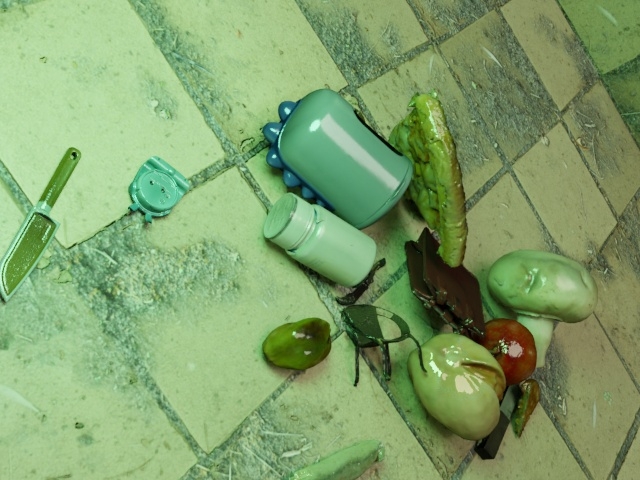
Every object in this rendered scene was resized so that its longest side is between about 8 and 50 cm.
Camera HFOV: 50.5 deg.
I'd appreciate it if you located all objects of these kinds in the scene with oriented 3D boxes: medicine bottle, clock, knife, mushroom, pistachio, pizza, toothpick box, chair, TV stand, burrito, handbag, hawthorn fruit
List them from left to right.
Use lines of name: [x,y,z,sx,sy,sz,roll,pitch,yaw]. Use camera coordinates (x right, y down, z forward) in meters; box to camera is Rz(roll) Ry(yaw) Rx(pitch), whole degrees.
knife: [-0.526,-0.038,1.289,0.061,0.027,0.343,36,54,-28]
clock: [-0.353,-0.098,1.441,0.108,0.045,0.147,39,53,-20]
pistachio: [-0.040,0.236,1.532,0.189,0.100,0.110,-7,74,-42]
medicine bottle: [0.000,0.000,1.626,0.258,0.143,0.144,30,57,-28]
toothpick box: [0.024,-0.207,1.670,0.354,0.263,0.263,41,52,-18]
burrito: [0.042,0.515,1.522,0.275,0.059,0.082,-14,90,-41]
knife: [0.117,0.110,1.760,0.222,0.021,0.046,-37,94,-41]
chair: [0.144,0.242,1.655,0.174,0.149,0.213,-2,70,-35]
pizza: [0.270,-0.196,1.722,0.080,0.392,0.435,-20,56,-13]
handbag: [0.337,0.123,1.831,0.260,0.084,0.276,44,25,-19]
pistachio: [0.347,0.368,1.723,0.309,0.229,0.230,51,47,-33]
TV stand: [0.504,0.501,1.915,0.049,0.040,0.256,49,50,-12]
hawthorn fruit: [0.491,0.305,1.855,0.225,0.196,0.197,22,57,-64]
pizza: [0.602,0.490,1.988,0.184,0.036,0.176,18,89,-58]
mushroom: [0.657,0.165,2.007,0.315,0.315,0.356,-56,139,-38]

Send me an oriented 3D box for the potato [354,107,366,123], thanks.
potato: [0.098,-0.316,1.861,0.172,0.089,0.101,39,51,-20]

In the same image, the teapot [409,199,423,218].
teapot: [0.317,-0.141,1.954,0.130,0.119,0.166,-23,88,-43]
